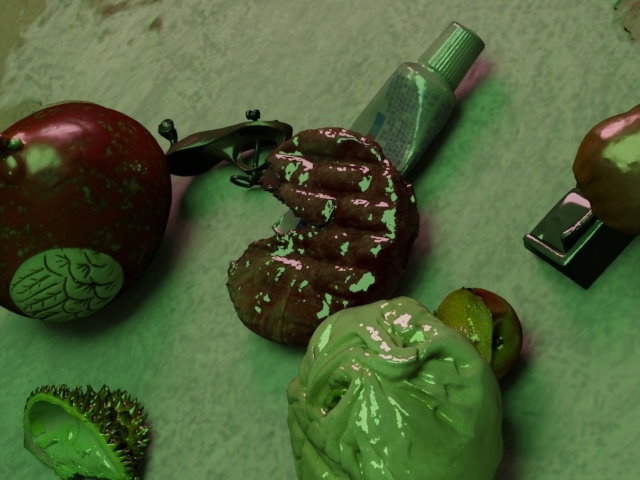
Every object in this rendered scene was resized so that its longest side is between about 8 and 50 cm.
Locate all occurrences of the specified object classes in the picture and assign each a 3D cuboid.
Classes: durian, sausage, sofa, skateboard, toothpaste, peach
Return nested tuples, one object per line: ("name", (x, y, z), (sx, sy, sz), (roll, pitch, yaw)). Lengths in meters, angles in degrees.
("durian", (-0.226, 0.193, 1.946), (0.215, 0.086, 0.100), (12, 100, 45))
("sausage", (0.340, -0.085, 1.650), (0.259, 0.113, 0.113), (-20, 46, 1))
("sofa", (0.248, -0.039, 1.758), (0.147, 0.060, 0.085), (-47, 43, -2))
("skateboard", (-0.099, -0.091, 2.065), (0.151, 0.067, 0.080), (-9, 63, 27))
("toothpaste", (0.064, -0.095, 1.947), (0.282, 0.068, 0.099), (-53, 13, 4))
("peach", (0.142, 0.089, 1.740), (0.098, 0.061, 0.098), (-9, 80, 58))

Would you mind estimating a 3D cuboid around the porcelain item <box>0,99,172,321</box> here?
("porcelain item", (-0.287, -0.046, 2.034), (0.253, 0.253, 0.253), (-20, 48, 24))

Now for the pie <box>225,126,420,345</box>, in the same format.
("pie", (0.000, 0.000, 1.891), (0.204, 0.054, 0.218), (29, 90, 40))

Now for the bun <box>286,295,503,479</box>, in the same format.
("bun", (0.052, 0.153, 1.679), (0.229, 0.145, 0.229), (-25, 53, 37))
